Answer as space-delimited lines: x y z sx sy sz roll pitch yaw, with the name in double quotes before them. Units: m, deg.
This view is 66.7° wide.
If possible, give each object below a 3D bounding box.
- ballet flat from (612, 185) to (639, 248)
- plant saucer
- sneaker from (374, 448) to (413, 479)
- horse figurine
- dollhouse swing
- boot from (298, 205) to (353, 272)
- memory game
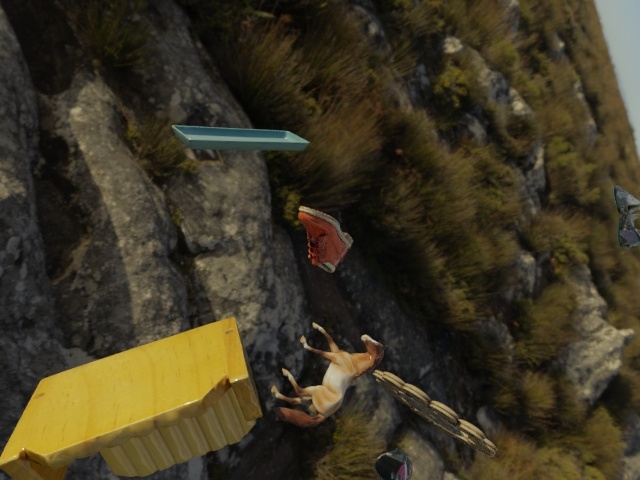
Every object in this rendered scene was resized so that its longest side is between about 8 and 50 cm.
"ballet flat" 0.476 -0.039 0.746 0.041 0.041 0.114 42 50 -38
"plant saucer" -0.111 -0.146 0.705 0.192 0.067 0.018 -8 121 -36
"sneaker" 0.161 0.477 1.024 0.077 0.072 0.178 -38 148 -34
"horse figurine" 0.008 0.297 1.050 0.263 0.175 0.066 -55 168 -27
"dollhouse swing" -0.268 0.348 0.843 0.315 0.347 0.304 -137 -148 -69
"boot" 0.000 0.000 0.897 0.158 0.059 0.084 44 70 -45
"memory game" 0.149 0.229 0.651 0.186 0.186 0.012 46 72 -34
